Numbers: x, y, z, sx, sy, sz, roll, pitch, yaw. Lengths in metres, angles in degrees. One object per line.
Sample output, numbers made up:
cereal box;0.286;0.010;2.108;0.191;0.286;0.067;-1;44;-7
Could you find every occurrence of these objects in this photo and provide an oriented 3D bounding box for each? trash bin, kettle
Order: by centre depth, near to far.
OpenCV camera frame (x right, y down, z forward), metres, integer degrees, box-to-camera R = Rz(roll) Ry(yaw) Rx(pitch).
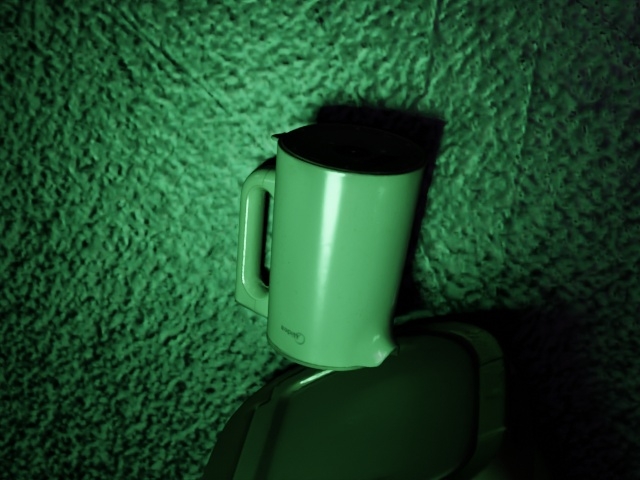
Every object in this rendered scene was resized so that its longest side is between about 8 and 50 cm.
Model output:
kettle;0.000;0.003;0.779;0.127;0.098;0.148;9;114;3
trash bin;0.074;0.217;0.784;0.219;0.220;0.250;-25;109;21
